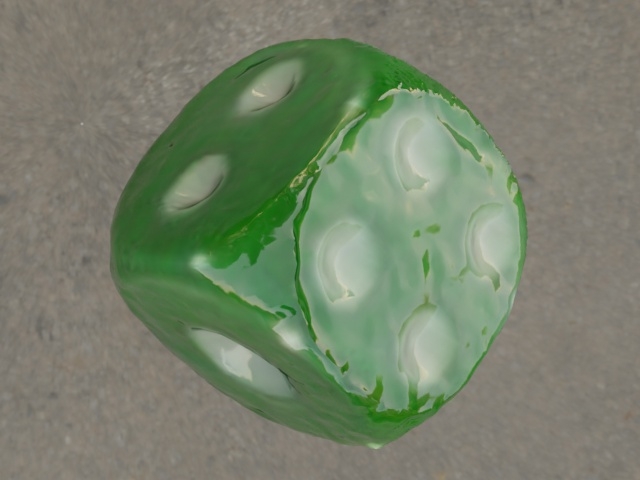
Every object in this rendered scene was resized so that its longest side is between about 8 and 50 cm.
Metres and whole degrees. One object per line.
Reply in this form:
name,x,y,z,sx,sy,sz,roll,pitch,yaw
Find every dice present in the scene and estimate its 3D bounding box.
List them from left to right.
dice,0.000,0.000,1.005,0.297,0.287,0.300,48,65,-29
